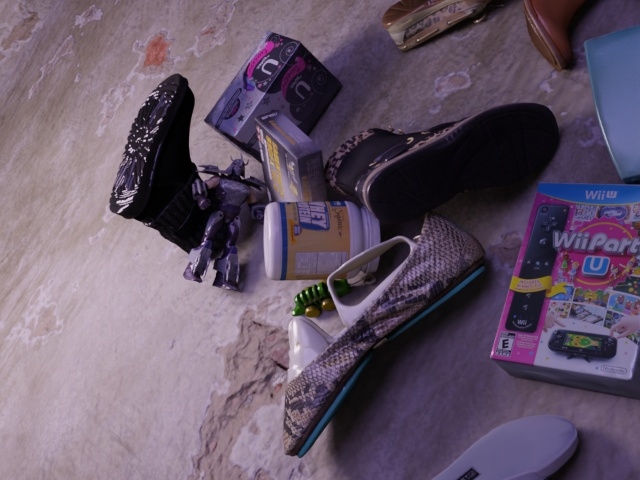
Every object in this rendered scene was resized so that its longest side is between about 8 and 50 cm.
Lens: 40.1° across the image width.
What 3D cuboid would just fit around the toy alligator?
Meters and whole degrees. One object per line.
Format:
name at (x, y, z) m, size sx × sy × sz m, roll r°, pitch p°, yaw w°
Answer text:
toy alligator at (0.014, 0.095, 1.648) m, size 0.190 × 0.051 × 0.056 m, roll -26°, pitch 51°, yaw 24°

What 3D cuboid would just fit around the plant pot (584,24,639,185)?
plant pot at (0.520, -0.193, 1.355) m, size 0.166 × 0.165 × 0.234 m, roll -11°, pitch 66°, yaw 33°

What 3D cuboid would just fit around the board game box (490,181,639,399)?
board game box at (0.408, 0.067, 1.324) m, size 0.224 × 0.097 × 0.303 m, roll 4°, pitch 66°, yaw 40°

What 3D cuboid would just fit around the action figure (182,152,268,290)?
action figure at (-0.195, -0.044, 1.829) m, size 0.099 × 0.185 × 0.285 m, roll -176°, pitch 100°, yaw -69°

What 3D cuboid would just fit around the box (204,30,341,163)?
box at (-0.103, -0.303, 1.910) m, size 0.142 × 0.163 × 0.247 m, roll 30°, pitch 85°, yaw 47°

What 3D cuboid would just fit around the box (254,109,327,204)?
box at (-0.052, -0.114, 1.714) m, size 0.056 × 0.231 × 0.183 m, roll -23°, pitch 42°, yaw -18°

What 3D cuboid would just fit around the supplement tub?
supplement tub at (0.000, 0.000, 1.599) m, size 0.200 × 0.144 × 0.144 m, roll -1°, pitch 54°, yaw -8°

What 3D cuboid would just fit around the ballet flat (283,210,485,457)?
ballet flat at (0.064, 0.141, 1.489) m, size 0.182 × 0.164 × 0.483 m, roll 44°, pitch 93°, yaw 7°

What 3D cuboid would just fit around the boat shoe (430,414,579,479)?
boat shoe at (0.246, 0.367, 1.256) m, size 0.306 × 0.105 × 0.113 m, roll -33°, pitch 31°, yaw -16°

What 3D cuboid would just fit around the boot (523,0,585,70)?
boot at (0.476, -0.460, 1.610) m, size 0.220 × 0.109 × 0.283 m, roll -19°, pitch 58°, yaw 10°

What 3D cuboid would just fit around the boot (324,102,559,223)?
boot at (0.201, -0.153, 1.570) m, size 0.377 × 0.138 × 0.284 m, roll -27°, pitch 19°, yaw -14°

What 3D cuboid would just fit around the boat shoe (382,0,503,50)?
boat shoe at (0.270, -0.481, 1.793) m, size 0.285 × 0.089 × 0.104 m, roll -17°, pitch 39°, yaw 26°

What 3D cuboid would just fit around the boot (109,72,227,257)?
boot at (-0.290, -0.156, 1.896) m, size 0.131 × 0.260 × 0.348 m, roll 5°, pitch 73°, yaw 48°
